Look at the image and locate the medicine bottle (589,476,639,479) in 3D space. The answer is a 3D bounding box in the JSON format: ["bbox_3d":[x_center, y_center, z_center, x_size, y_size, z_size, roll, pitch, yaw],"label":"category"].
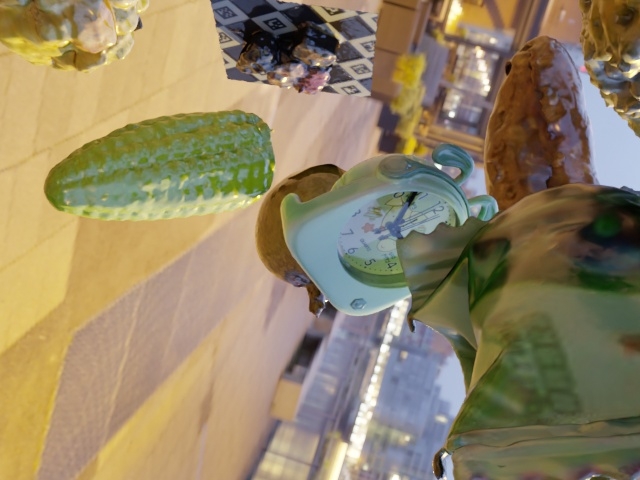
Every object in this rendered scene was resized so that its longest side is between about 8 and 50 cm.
[{"bbox_3d":[0.438,0.379,1.460,0.088,0.188,0.132,-65,159,2],"label":"medicine bottle"}]

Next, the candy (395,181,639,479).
[{"bbox_3d":[0.190,0.061,0.608,0.398,0.262,0.172,-77,149,-80],"label":"candy"}]

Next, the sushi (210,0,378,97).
[{"bbox_3d":[-0.037,-0.243,1.243,0.231,0.219,0.047,88,11,-72],"label":"sushi"}]

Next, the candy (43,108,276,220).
[{"bbox_3d":[-0.140,-0.061,0.795,0.209,0.097,0.097,-14,133,-33],"label":"candy"}]

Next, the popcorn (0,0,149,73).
[{"bbox_3d":[-0.376,-0.356,1.273,0.215,0.286,0.252,-31,118,-46],"label":"popcorn"}]

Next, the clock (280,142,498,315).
[{"bbox_3d":[0.069,-0.015,0.853,0.148,0.188,0.060,56,14,-38],"label":"clock"}]

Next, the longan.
[{"bbox_3d":[0.000,0.000,1.038,0.154,0.145,0.176,5,-96,63],"label":"longan"}]

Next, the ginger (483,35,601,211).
[{"bbox_3d":[0.311,-0.119,1.294,0.172,0.165,0.321,108,-22,-79],"label":"ginger"}]

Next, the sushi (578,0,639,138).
[{"bbox_3d":[0.394,-0.240,0.711,0.351,0.396,0.240,23,57,-76],"label":"sushi"}]
